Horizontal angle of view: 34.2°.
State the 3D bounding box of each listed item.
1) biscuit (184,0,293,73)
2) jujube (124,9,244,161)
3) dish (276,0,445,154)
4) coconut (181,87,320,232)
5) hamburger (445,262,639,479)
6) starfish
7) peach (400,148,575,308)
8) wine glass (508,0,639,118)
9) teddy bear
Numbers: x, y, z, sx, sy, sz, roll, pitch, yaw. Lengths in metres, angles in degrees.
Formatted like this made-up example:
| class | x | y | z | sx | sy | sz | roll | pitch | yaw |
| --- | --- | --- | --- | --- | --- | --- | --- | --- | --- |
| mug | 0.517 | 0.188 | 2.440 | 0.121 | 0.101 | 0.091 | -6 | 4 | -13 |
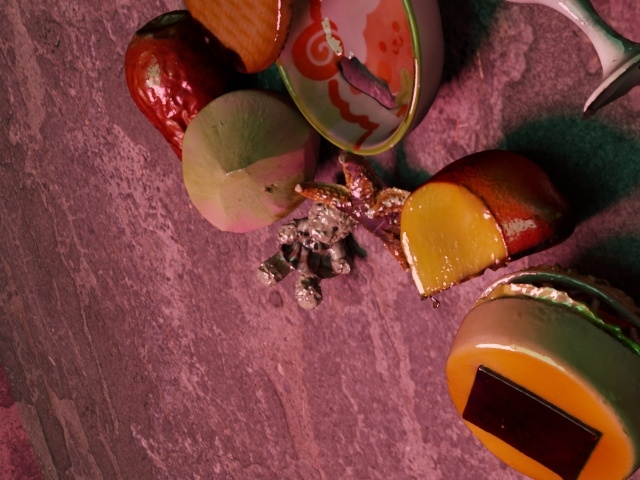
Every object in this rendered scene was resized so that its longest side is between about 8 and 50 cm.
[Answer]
| class | x | y | z | sx | sy | sz | roll | pitch | yaw |
| --- | --- | --- | --- | --- | --- | --- | --- | --- | --- |
| biscuit | -0.127 | -0.391 | 1.453 | 0.318 | 0.040 | 0.318 | 39 | 141 | 42 |
| jujube | -0.209 | -0.241 | 1.680 | 0.190 | 0.190 | 0.255 | 23 | 136 | 41 |
| dish | 0.066 | -0.284 | 1.376 | 0.324 | 0.124 | 0.324 | 37 | 140 | 40 |
| coconut | -0.101 | -0.125 | 1.562 | 0.236 | 0.236 | 0.204 | -22 | 103 | 53 |
| hamburger | 0.302 | 0.166 | 1.280 | 0.300 | 0.176 | 0.300 | 25 | 142 | 21 |
| starfish | 0.079 | -0.048 | 1.491 | 0.238 | 0.071 | 0.216 | 11 | 137 | 15 |
| peach | 0.213 | -0.038 | 1.300 | 0.154 | 0.159 | 0.267 | 61 | 153 | 4 |
| wine glass | 0.254 | -0.290 | 1.133 | 0.321 | 0.143 | 0.143 | 57 | 142 | 15 |
| teddy bear | 0.002 | 0.000 | 1.640 | 0.133 | 0.111 | 0.213 | 35 | 112 | 5 |
